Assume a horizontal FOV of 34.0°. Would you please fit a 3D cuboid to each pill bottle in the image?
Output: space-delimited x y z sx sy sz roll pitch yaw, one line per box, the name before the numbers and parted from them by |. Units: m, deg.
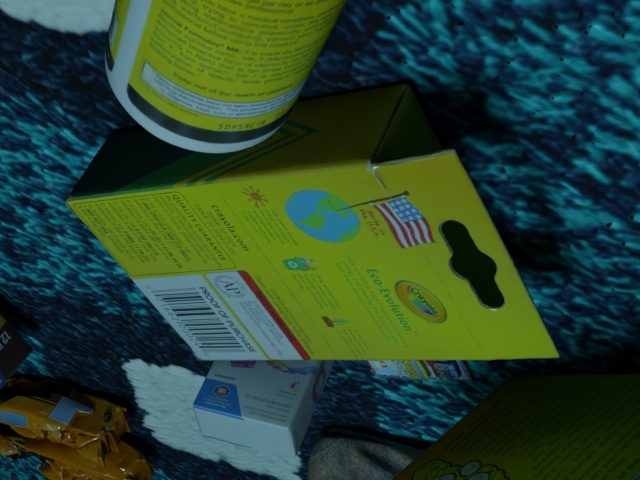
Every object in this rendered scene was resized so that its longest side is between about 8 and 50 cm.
pill bottle | -0.040 -0.149 0.549 0.119 0.119 0.208 27 146 -5

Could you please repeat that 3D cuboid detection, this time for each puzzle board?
puzzle board | 0.064 0.081 0.889 0.096 0.011 0.128 -2 137 32

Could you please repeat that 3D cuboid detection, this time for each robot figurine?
robot figurine | -0.352 0.227 1.253 0.291 0.085 0.211 9 139 19

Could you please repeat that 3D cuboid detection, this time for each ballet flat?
ballet flat | 0.128 0.260 1.007 0.316 0.106 0.107 2 140 28

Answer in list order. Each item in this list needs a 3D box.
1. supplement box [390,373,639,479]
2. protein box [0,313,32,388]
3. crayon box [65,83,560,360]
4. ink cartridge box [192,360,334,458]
supplement box | 0.221 0.222 0.706 0.194 0.195 0.356 61 152 -8
protein box | -0.451 0.099 1.072 0.200 0.136 0.201 -13 123 40
crayon box | 0.000 0.000 0.754 0.319 0.081 0.202 -3 136 34
ink cartridge box | -0.044 0.114 0.899 0.089 0.122 0.052 11 140 16
